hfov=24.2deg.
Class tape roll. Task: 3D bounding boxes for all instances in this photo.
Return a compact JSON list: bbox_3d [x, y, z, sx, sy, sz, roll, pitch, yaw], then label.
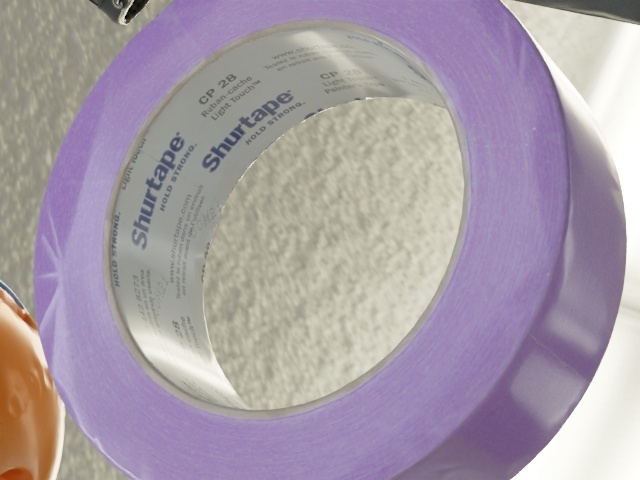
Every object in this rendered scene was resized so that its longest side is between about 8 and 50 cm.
[{"bbox_3d":[0.000,0.000,0.709,0.275,0.275,0.090,-47,-32,5],"label":"tape roll"}]

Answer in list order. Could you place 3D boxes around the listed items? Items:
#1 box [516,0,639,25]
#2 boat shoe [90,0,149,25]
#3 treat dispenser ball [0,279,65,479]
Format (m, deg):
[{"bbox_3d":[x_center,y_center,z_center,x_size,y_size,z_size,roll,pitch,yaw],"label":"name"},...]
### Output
[{"bbox_3d":[0.072,-0.223,0.482,0.165,0.270,0.143,14,-32,21],"label":"box"},{"bbox_3d":[-0.090,-0.273,1.234,0.340,0.127,0.113,-24,-77,34],"label":"boat shoe"},{"bbox_3d":[-0.331,0.135,1.084,0.288,0.288,0.288,-4,-71,-12],"label":"treat dispenser ball"}]
